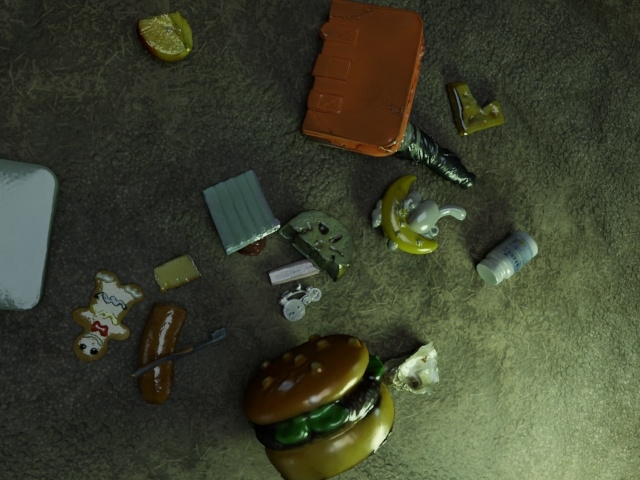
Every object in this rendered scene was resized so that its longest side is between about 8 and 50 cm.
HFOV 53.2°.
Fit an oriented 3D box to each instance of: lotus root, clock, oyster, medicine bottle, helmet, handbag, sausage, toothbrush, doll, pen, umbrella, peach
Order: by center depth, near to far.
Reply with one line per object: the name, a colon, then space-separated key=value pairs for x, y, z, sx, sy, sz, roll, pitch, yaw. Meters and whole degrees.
toothbrush: x=-0.363 y=0.294 z=1.673 sx=0.321 sy=0.023 sz=0.031 roll=-23 pitch=107 yaw=-50
sausage: x=-0.425 y=0.299 z=1.692 sx=0.108 sy=0.109 sz=0.271 roll=9 pitch=86 yaw=-19
peach: x=-0.416 y=-0.538 z=1.696 sx=0.151 sy=0.118 sz=0.151 roll=30 pitch=52 yaw=-47
helmet: x=-0.199 y=-0.002 z=1.798 sx=0.111 sy=0.057 sz=0.089 roll=22 pitch=80 yaw=-18
lotus root: x=0.000 y=0.000 z=1.819 sx=0.235 sy=0.119 sz=0.138 roll=37 pitch=61 yaw=-4
handbag: x=0.124 y=-0.464 z=1.842 sx=0.303 sy=0.116 sz=0.410 roll=13 pitch=85 yaw=9
clock: x=-0.060 y=0.172 z=1.854 sx=0.129 sy=0.041 sz=0.087 roll=-37 pitch=105 yaw=-11
pen: x=-0.056 y=0.084 z=1.861 sx=0.197 sy=0.032 sz=0.053 roll=-17 pitch=95 yaw=-17
doll: x=0.285 y=-0.072 z=1.947 sx=0.237 sy=0.111 sz=0.252 roll=42 pitch=77 yaw=2
oyster: x=0.269 y=0.399 z=1.951 sx=0.232 sy=0.107 sz=0.162 roll=-5 pitch=86 yaw=-38
umbrella: x=0.335 y=-0.264 z=1.984 sx=0.357 sy=0.106 sz=0.113 roll=29 pitch=90 yaw=-25
medicine bottle: x=0.600 y=0.057 z=2.058 sx=0.186 sy=0.103 sz=0.103 roll=-36 pitch=101 yaw=-17

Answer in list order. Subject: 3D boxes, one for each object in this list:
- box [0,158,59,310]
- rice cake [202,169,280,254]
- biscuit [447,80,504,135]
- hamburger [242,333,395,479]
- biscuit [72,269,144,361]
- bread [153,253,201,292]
box: x=-0.849 y=-0.021 z=1.551 sx=0.367 sy=0.090 sz=0.373 roll=8 pitch=88 yaw=-18
rice cake: x=-0.222 y=-0.081 z=1.768 sx=0.189 sy=0.037 sz=0.198 roll=-27 pitch=77 yaw=-20
biscuit: x=0.505 y=-0.435 z=2.064 sx=0.183 sy=0.039 sz=0.174 roll=-14 pitch=92 yaw=-19
hamburger: x=-0.023 y=0.425 z=1.694 sx=0.395 sy=0.395 sz=0.277 roll=-30 pitch=100 yaw=-17
biscuit: x=-0.568 y=0.205 z=1.678 sx=0.158 sy=0.035 sz=0.240 roll=25 pitch=81 yaw=-15
bread: x=-0.391 y=0.087 z=1.716 sx=0.109 sy=0.080 sz=0.084 roll=-27 pitch=96 yaw=-20
